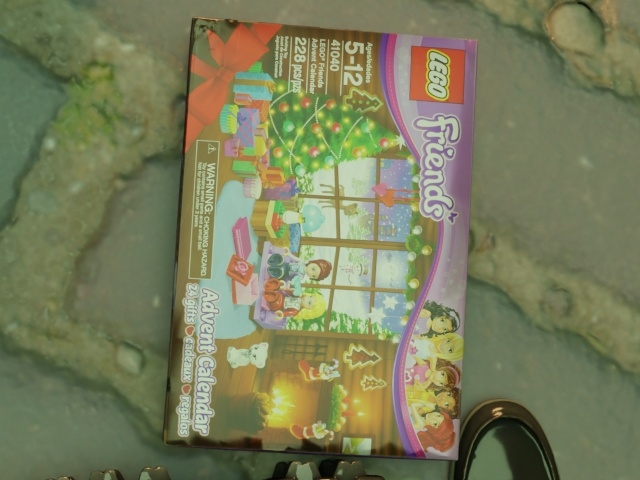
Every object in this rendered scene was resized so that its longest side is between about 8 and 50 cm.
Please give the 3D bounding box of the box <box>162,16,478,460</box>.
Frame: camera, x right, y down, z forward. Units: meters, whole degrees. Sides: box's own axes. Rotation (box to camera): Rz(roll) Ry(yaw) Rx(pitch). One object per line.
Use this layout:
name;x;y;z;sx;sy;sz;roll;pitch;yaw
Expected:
box;0.000;0.000;1.011;0.201;0.057;0.293;3;84;-6

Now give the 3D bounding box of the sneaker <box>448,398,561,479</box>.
sneaker;0.138;0.217;0.973;0.083;0.118;0.222;-3;85;-6

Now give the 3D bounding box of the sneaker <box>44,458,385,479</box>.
sneaker;-0.091;0.214;0.961;0.276;0.097;0.135;0;82;-7
